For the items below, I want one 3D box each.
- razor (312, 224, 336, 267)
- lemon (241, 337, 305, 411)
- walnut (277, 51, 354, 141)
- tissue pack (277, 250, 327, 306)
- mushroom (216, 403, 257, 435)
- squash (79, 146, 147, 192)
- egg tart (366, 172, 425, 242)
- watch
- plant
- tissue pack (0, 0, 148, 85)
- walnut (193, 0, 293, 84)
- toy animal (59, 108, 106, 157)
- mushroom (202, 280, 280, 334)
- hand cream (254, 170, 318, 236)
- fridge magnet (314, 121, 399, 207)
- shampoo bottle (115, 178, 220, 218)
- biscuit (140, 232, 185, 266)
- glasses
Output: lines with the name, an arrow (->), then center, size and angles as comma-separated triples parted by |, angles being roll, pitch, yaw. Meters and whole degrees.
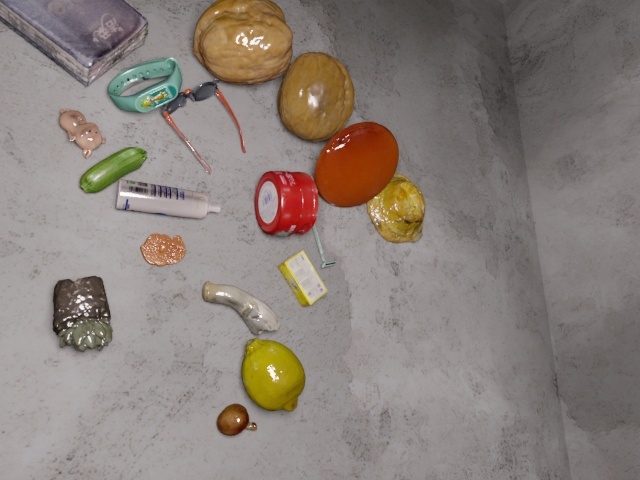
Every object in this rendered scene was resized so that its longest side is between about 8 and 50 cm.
razor -> -0.006, 0.002, 1.545 | 0.084, 0.036, 0.211 | -5, 70, -58
lemon -> -0.149, 0.407, 1.238 | 0.184, 0.184, 0.248 | -28, 80, -35
walnut -> -0.019, -0.544, 1.536 | 0.333, 0.333, 0.333 | 10, 70, -30
tissue pack -> -0.064, 0.137, 1.444 | 0.095, 0.062, 0.176 | -35, 94, -37
mushroom -> -0.239, 0.536, 1.204 | 0.129, 0.073, 0.088 | 24, 34, -27
squash -> -0.611, -0.215, 1.200 | 0.068, 0.077, 0.219 | 27, 51, 24
egg tart -> 0.354, -0.154, 1.763 | 0.341, 0.129, 0.341 | 12, 68, -31
watch -> -0.539, -0.488, 1.267 | 0.237, 0.068, 0.195 | -33, 56, -12
plant -> -0.614, 0.193, 1.038 | 0.132, 0.129, 0.194 | -6, 75, -31
tissue pack -> -0.775, -0.699, 1.214 | 0.394, 0.124, 0.288 | 39, 59, -16
walnut -> -0.276, -0.699, 1.424 | 0.344, 0.306, 0.306 | -17, 84, -7
toy animal -> -0.698, -0.324, 1.181 | 0.083, 0.089, 0.150 | -37, 100, -13
mushroom -> -0.249, 0.211, 1.291 | 0.278, 0.096, 0.099 | 36, 14, -16
hand cream -> -0.122, -0.129, 1.393 | 0.149, 0.230, 0.230 | 0, 75, -32
fridge magnet -> 0.137, -0.291, 1.571 | 0.363, 0.364, 0.155 | 0, 38, -32
shampoo bottle -> -0.463, -0.120, 1.254 | 0.303, 0.092, 0.092 | 7, 72, -32
biscuit -> -0.481, 0.028, 1.238 | 0.130, 0.019, 0.102 | -2, 77, -33
glasses -> -0.376, -0.396, 1.379 | 0.234, 0.118, 0.268 | -42, 99, -36
